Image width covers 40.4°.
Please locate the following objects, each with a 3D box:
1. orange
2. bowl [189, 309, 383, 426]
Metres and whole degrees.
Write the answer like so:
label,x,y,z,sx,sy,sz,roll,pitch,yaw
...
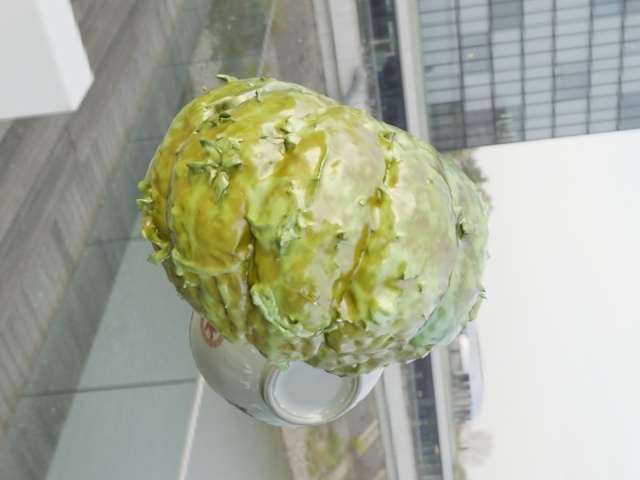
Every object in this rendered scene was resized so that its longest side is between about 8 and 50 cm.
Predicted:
label,x,y,z,sx,sy,sz,roll,pitch,yaw
orange,0.000,0.000,0.718,0.301,0.300,0.223,30,-80,60
bowl,-0.023,0.173,1.315,0.157,0.337,0.337,-115,-167,-59
